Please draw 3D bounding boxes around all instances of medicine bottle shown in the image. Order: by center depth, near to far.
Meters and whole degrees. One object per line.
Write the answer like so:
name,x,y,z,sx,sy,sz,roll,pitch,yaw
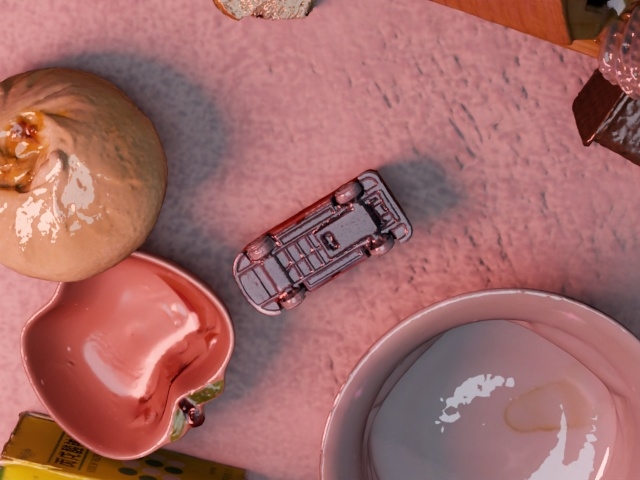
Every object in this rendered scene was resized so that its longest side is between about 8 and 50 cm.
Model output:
medicine bottle,-0.205,0.276,1.867,0.250,0.137,0.141,13,106,-2

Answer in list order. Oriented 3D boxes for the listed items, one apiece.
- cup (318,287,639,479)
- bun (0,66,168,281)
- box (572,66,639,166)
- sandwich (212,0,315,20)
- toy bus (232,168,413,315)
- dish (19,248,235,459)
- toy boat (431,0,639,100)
cup,0.171,0.197,1.806,0.347,0.163,0.347,0,102,0
bun,-0.253,-0.070,1.749,0.222,0.127,0.222,-3,72,8
box,0.363,-0.176,1.689,0.143,0.184,0.273,32,104,-5
sandwich,-0.050,-0.242,1.771,0.105,0.036,0.093,-34,102,12
toy bus,0.000,0.000,1.812,0.174,0.077,0.079,-31,101,11
dish,-0.182,0.101,1.844,0.213,0.090,0.213,1,103,5
toy boat,0.161,-0.231,1.613,0.445,0.162,0.136,26,113,41
